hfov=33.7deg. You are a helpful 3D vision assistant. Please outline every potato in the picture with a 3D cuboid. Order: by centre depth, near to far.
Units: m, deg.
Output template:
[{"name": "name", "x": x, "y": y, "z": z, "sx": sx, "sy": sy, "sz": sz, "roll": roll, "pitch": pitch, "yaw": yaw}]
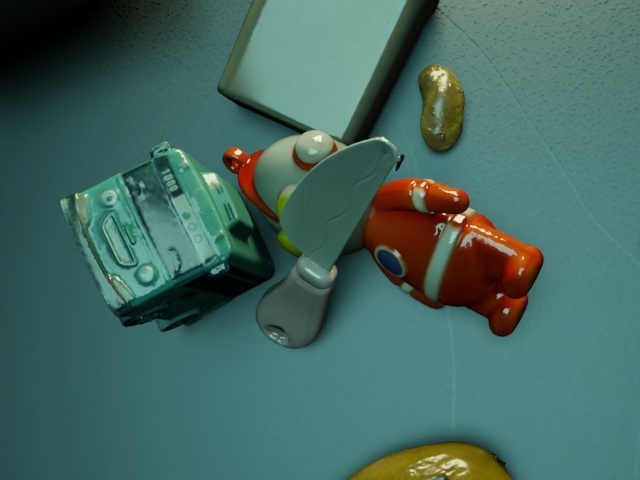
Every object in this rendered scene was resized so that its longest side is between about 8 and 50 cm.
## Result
[{"name": "potato", "x": 0.126, "y": -0.139, "z": 1.095, "sx": 0.046, "sy": 0.045, "sz": 0.092, "roll": -9, "pitch": 79, "yaw": 44}]

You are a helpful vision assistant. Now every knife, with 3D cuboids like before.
[{"name": "knife", "x": -0.003, "y": -0.001, "z": 0.985, "sx": 0.081, "sy": 0.336, "sz": 0.043, "roll": 31, "pitch": 51, "yaw": 6}]

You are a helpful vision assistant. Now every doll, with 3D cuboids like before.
[{"name": "doll", "x": 0.048, "y": -0.016, "z": 1.029, "sx": 0.336, "sy": 0.200, "sz": 0.105, "roll": 27, "pitch": 61, "yaw": 14}]

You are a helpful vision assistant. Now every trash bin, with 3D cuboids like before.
[{"name": "trash bin", "x": 0.014, "y": -0.226, "z": 1.096, "sx": 0.176, "sy": 0.101, "sz": 0.236, "roll": 26, "pitch": 92, "yaw": 9}]

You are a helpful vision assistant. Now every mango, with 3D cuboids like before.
[{"name": "mango", "x": 0.076, "y": 0.296, "z": 1.032, "sx": 0.262, "sy": 0.109, "sz": 0.157, "roll": -36, "pitch": 85, "yaw": 6}]

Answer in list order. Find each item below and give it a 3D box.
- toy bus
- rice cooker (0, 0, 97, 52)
[{"name": "toy bus", "x": -0.136, "y": 0.002, "z": 1.018, "sx": 0.147, "sy": 0.256, "sz": 0.128, "roll": -28, "pitch": 82, "yaw": 3}, {"name": "rice cooker", "x": -0.347, "y": -0.358, "z": 1.047, "sx": 0.325, "sy": 0.335, "sz": 0.335, "roll": -25, "pitch": 82, "yaw": 8}]
